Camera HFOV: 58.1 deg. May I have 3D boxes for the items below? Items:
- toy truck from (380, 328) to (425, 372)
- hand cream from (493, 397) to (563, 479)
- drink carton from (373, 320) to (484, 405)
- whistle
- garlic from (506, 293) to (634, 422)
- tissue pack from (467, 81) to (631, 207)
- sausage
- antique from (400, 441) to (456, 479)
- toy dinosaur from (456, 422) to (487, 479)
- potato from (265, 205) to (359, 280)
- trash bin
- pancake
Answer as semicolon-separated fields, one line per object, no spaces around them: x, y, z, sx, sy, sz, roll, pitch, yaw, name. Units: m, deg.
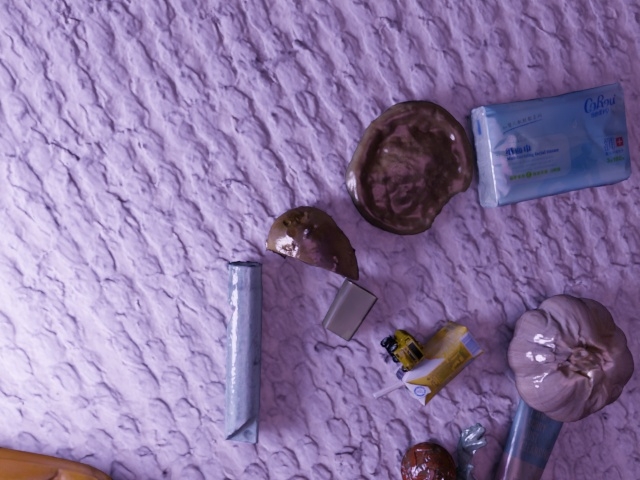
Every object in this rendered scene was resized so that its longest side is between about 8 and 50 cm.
0.146;0.190;1.005;0.054;0.083;0.049;-39;101;-4;toy truck
0.386;0.413;1.083;0.111;0.070;0.313;23;87;-8;hand cream
0.188;0.233;1.018;0.200;0.084;0.074;-41;102;-6;drink carton
-0.129;0.190;0.970;0.062;0.062;0.313;1;96;-10;whistle
0.443;0.208;1.022;0.227;0.152;0.228;1;87;-11;garlic
0.404;-0.165;1.011;0.263;0.089;0.177;-11;96;-9;tissue pack
-0.483;0.398;0.904;0.353;0.116;0.134;19;78;-14;sausage
0.193;0.410;1.030;0.103;0.104;0.104;-1;96;-10;antique
0.253;0.528;1.039;0.076;0.129;0.383;13;94;-4;toy dinosaur
0.000;0.000;0.945;0.171;0.089;0.101;22;86;0;potato
0.049;0.121;1.004;0.060;0.043;0.092;31;94;-12;trash bin
0.158;-0.124;0.996;0.236;0.042;0.223;-28;102;-5;pancake
